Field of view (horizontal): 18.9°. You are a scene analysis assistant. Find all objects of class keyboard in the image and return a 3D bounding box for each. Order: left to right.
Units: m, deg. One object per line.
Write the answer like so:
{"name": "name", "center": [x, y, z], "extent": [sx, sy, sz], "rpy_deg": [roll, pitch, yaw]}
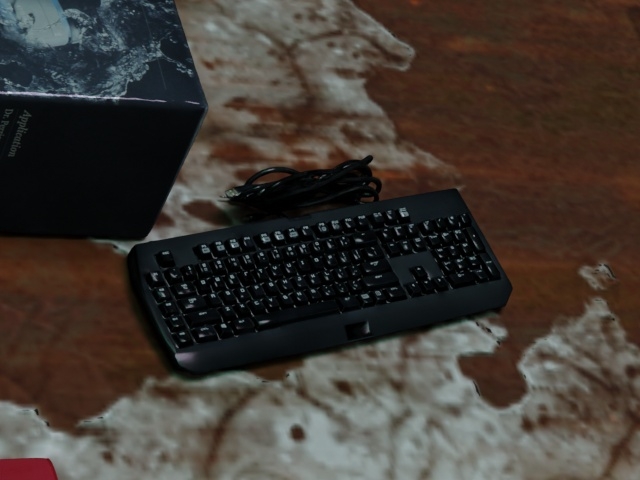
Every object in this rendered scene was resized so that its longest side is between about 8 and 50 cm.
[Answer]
{"name": "keyboard", "center": [0.000, 0.000, 0.893], "extent": [0.192, 0.038, 0.100], "rpy_deg": [-11, 56, -35]}

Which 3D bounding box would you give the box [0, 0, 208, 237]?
{"name": "box", "center": [-0.152, -0.090, 0.859], "extent": [0.158, 0.093, 0.156], "rpy_deg": [2, 49, -27]}

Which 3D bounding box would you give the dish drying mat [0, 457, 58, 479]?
{"name": "dish drying mat", "center": [-0.142, 0.100, 0.749], "extent": [0.083, 0.008, 0.032], "rpy_deg": [-2, 51, -27]}
